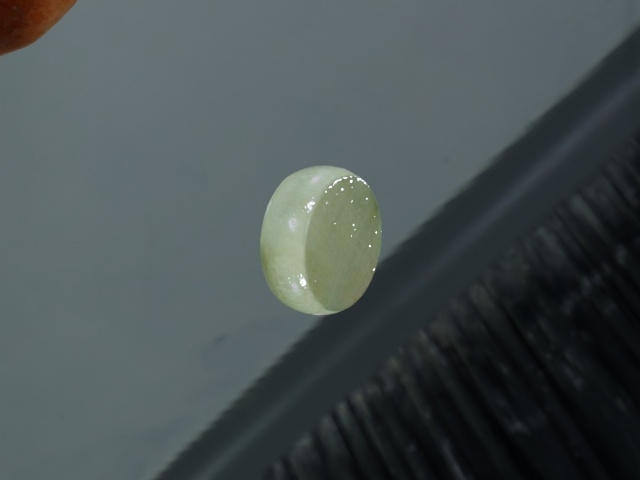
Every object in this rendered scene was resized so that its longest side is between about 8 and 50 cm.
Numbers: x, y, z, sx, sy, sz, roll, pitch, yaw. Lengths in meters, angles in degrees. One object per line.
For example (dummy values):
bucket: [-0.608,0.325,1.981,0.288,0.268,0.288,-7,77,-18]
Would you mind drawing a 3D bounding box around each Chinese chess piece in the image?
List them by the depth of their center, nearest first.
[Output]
Chinese chess piece: [0.000,0.000,0.965,0.084,0.034,0.084,-13,106,-54]

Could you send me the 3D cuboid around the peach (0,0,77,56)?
peach: [-0.276,-0.256,1.225,0.232,0.232,0.257,-30,120,2]
